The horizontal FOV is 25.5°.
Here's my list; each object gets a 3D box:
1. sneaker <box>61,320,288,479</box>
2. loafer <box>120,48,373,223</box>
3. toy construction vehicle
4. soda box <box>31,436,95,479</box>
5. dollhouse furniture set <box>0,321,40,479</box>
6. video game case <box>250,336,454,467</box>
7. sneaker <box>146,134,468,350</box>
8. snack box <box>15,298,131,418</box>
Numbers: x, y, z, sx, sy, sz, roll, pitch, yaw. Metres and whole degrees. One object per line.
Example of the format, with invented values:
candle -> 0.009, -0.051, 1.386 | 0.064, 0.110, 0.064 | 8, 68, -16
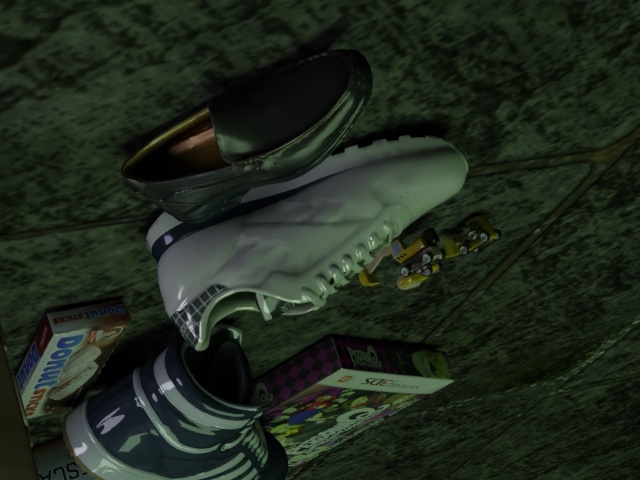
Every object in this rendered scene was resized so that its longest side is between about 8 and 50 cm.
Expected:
sneaker -> -0.080, 0.161, 1.255 | 0.153, 0.099, 0.282 | -39, 148, 20
loafer -> -0.045, -0.064, 0.845 | 0.170, 0.062, 0.061 | -33, 151, 26
toy construction vehicle -> 0.089, 0.009, 1.181 | 0.098, 0.035, 0.086 | -34, 166, 37
soda box -> -0.225, 0.218, 1.351 | 0.183, 0.058, 0.063 | -19, 158, -2
dollhouse furniture set -> -0.238, 0.152, 0.778 | 0.173, 0.356, 0.303 | -15, 159, -12
video game case -> -0.008, 0.172, 1.460 | 0.232, 0.042, 0.210 | -33, 154, 28
sneaker -> 0.000, 0.000, 0.989 | 0.235, 0.095, 0.090 | -21, 157, -4
snack box -> -0.206, 0.098, 1.132 | 0.064, 0.022, 0.178 | -10, 156, -29
